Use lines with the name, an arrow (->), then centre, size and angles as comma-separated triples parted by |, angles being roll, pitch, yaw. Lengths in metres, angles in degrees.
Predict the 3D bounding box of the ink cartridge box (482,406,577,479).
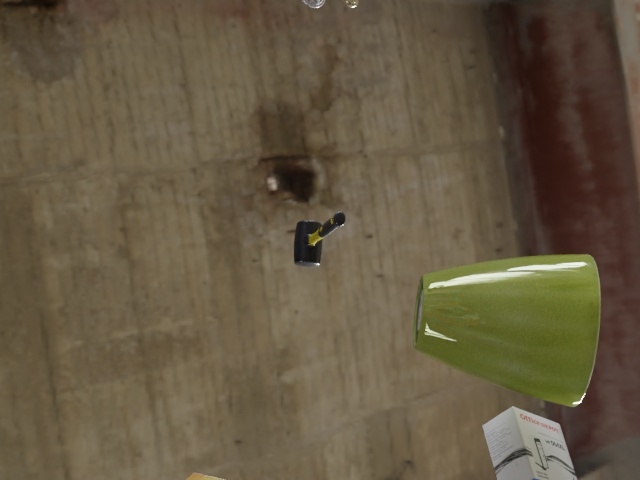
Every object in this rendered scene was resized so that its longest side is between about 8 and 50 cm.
ink cartridge box -> 0.403, 0.431, 2.083 | 0.148, 0.086, 0.203 | 24, -140, -35

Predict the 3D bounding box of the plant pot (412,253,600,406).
plant pot -> 0.319, 0.144, 1.981 | 0.275, 0.293, 0.275 | 7, -90, -89

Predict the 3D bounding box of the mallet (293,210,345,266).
mallet -> 0.000, 0.000, 1.443 | 0.039, 0.189, 0.062 | 6, -95, -13

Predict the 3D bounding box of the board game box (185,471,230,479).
board game box -> -0.070, 0.302, 1.036 | 0.165, 0.243, 0.042 | -41, -55, -46

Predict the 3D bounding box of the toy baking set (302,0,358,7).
toy baking set -> -0.014, -0.469, 1.806 | 0.256, 0.030, 0.197 | -19, -99, -51
